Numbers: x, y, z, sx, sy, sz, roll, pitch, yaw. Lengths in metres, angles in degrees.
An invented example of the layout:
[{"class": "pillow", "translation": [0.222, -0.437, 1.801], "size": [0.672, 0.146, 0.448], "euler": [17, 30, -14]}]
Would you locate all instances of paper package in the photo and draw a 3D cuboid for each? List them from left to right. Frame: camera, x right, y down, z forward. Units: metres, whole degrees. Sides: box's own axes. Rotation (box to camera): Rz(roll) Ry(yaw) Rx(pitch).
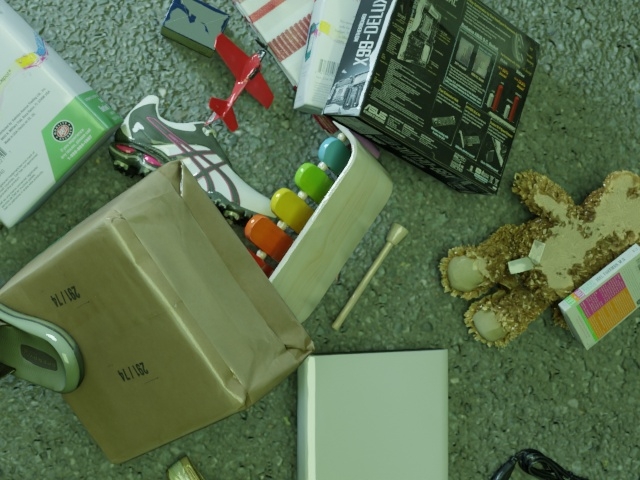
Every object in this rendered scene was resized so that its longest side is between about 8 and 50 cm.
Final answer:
[{"class": "paper package", "translation": [-0.226, 0.102, 1.638], "size": [0.309, 0.325, 0.168], "euler": [55, 46, -4]}]

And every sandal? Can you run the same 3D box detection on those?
[{"class": "sandal", "translation": [-0.447, 0.142, 1.657], "size": [0.086, 0.302, 0.120], "euler": [-40, 129, -44]}]

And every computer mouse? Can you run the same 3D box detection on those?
[{"class": "computer mouse", "translation": [0.311, 0.445, 1.859], "size": [0.184, 0.060, 0.262], "euler": [36, 81, -7]}]

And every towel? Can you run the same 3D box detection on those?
[{"class": "towel", "translation": [0.031, -0.325, 1.837], "size": [0.237, 0.037, 0.329], "euler": [-37, 97, -9]}]

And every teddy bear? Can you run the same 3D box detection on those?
[{"class": "teddy bear", "translation": [0.342, 0.021, 1.860], "size": [0.245, 0.113, 0.338], "euler": [44, 92, -1]}]

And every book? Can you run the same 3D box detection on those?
[{"class": "book", "translation": [0.422, 0.081, 1.813], "size": [0.144, 0.035, 0.096], "euler": [-37, 132, -3]}]

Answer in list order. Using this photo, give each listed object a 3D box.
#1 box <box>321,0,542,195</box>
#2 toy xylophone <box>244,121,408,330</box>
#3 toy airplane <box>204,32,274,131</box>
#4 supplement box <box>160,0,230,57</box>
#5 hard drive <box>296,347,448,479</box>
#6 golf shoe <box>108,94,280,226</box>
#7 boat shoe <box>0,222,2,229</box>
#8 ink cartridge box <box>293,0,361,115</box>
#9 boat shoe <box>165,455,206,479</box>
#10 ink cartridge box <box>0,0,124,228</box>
[{"class": "box", "translation": [0.166, -0.228, 1.752], "size": [0.307, 0.076, 0.242], "euler": [24, 80, -40]}, {"class": "toy xylophone", "translation": [0.000, 0.000, 1.776], "size": [0.323, 0.081, 0.236], "euler": [-50, 140, -11]}, {"class": "toy airplane", "translation": [-0.117, -0.221, 1.769], "size": [0.151, 0.028, 0.151], "euler": [-18, 116, -40]}, {"class": "supplement box", "translation": [-0.180, -0.308, 1.778], "size": [0.083, 0.083, 0.056], "euler": [25, 86, -8]}, {"class": "hard drive", "translation": [0.078, 0.338, 1.811], "size": [0.233, 0.047, 0.353], "euler": [0, 90, -24]}, {"class": "golf shoe", "translation": [-0.163, -0.104, 1.774], "size": [0.273, 0.105, 0.120], "euler": [28, 79, -8]}, {"class": "boat shoe", "translation": [-0.517, -0.055, 1.744], "size": [0.152, 0.056, 0.049], "euler": [17, 82, -18]}, {"class": "ink cartridge box", "translation": [0.053, -0.289, 1.783], "size": [0.134, 0.078, 0.231], "euler": [12, 87, -13]}, {"class": "boat shoe", "translation": [-0.162, 0.367, 1.797], "size": [0.135, 0.050, 0.045], "euler": [44, 89, -6]}, {"class": "ink cartridge box", "translation": [-0.443, -0.189, 1.698], "size": [0.201, 0.117, 0.278], "euler": [-43, 96, 10]}]
